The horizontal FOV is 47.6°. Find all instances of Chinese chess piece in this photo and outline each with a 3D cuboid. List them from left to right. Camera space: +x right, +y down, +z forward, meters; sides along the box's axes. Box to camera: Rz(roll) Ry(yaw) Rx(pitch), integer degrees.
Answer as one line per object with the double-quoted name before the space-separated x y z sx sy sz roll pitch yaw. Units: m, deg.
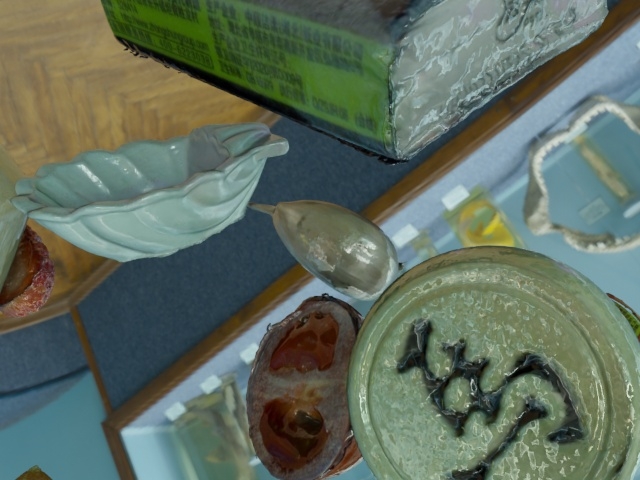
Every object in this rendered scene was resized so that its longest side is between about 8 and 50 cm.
"Chinese chess piece" 0.144 0.128 0.614 0.250 0.250 0.101 -39 163 18

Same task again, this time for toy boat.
"toy boat" -0.174 -0.053 0.785 0.290 0.199 0.100 -23 121 -25

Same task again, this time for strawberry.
"strawberry" -0.475 0.042 1.178 0.121 0.188 0.082 -35 138 12

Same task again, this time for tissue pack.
"tissue pack" 0.014 -0.234 0.656 0.288 0.394 0.124 -37 136 -28

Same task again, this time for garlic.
"garlic" -0.002 -0.004 1.003 0.148 0.266 0.128 -49 -176 48

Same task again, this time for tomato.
"tomato" 0.006 0.190 0.906 0.199 0.228 0.112 -11 152 43

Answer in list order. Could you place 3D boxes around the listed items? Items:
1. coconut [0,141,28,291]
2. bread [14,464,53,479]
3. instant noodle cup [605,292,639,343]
"coconut" -0.595 -0.042 1.002 0.344 0.415 0.415 -30 154 -5
"bread" -0.199 0.217 0.497 0.090 0.094 0.035 -38 166 -53
"instant noodle cup" 0.318 0.180 0.888 0.193 0.193 0.212 -34 146 8
